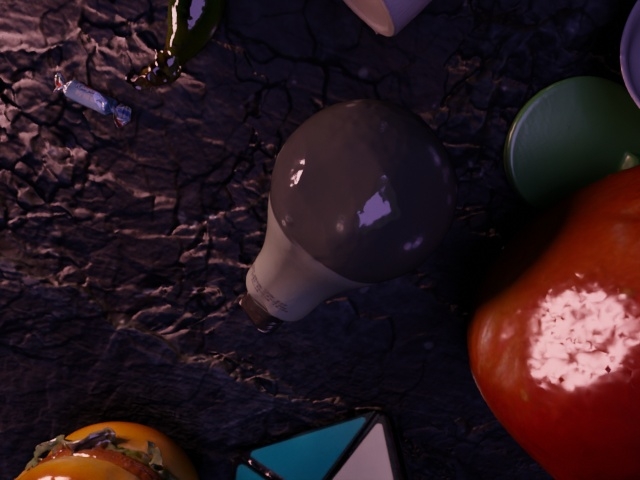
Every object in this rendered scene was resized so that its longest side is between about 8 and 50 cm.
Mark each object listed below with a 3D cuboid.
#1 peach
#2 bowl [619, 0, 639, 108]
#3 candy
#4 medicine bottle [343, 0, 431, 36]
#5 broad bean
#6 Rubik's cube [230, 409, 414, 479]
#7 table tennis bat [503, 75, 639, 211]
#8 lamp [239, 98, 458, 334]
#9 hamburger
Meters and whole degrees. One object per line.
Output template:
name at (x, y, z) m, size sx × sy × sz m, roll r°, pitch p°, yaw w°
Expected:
peach at (0.335, 0.110, 0.407) m, size 0.406 × 0.310 × 0.334 m, roll -26°, pitch 107°, yaw 29°
bowl at (0.394, -0.187, 0.437) m, size 0.189 × 0.086 × 0.188 m, roll 1°, pitch 92°, yaw 14°
candy at (-0.246, -0.150, 0.464) m, size 0.084 × 0.020 × 0.030 m, roll 23°, pitch 106°, yaw -10°
medicine bottle at (0.111, -0.312, 0.361) m, size 0.252 × 0.144 × 0.144 m, roll -41°, pitch 107°, yaw 12°
broad bean at (-0.173, -0.300, 0.399) m, size 0.144 × 0.049 × 0.291 m, roll -18°, pitch 110°, yaw 5°
Rubik's cube at (0.029, 0.422, 0.567) m, size 0.247 × 0.248 × 0.249 m, roll -19°, pitch 110°, yaw 3°
table tennis bat at (0.344, -0.096, 0.509) m, size 0.258 × 0.039 × 0.160 m, roll 15°, pitch 108°, yaw -3°
lamp at (-0.008, -0.017, 0.464) m, size 0.314 × 0.181 × 0.182 m, roll -31°, pitch 110°, yaw 29°
hamburger at (-0.273, 0.344, 0.565) m, size 0.247 × 0.170 × 0.245 m, roll 2°, pitch 104°, yaw 8°
